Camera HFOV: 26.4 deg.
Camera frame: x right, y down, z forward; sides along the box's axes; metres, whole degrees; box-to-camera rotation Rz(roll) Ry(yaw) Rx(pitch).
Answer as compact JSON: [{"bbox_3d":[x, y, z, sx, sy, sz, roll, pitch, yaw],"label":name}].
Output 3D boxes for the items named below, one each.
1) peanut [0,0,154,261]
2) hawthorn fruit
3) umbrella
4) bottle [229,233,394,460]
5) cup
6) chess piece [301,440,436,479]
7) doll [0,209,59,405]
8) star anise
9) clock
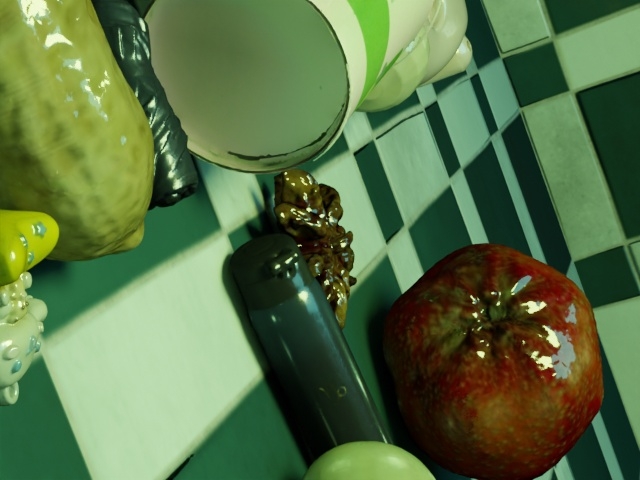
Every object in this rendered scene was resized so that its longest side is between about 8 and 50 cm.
[{"bbox_3d":[-0.174,-0.084,0.841,0.137,0.122,0.253,45,-16,57],"label":"peanut"},{"bbox_3d":[0.194,0.161,1.564,0.300,0.254,0.254,89,-2,-52],"label":"hawthorn fruit"},{"bbox_3d":[-0.161,-0.139,1.057,0.248,0.071,0.071,67,17,7],"label":"umbrella"},{"bbox_3d":[-0.007,0.110,1.228,0.082,0.072,0.244,10,-52,61],"label":"bottle"},{"bbox_3d":[-0.032,-0.205,1.218,0.253,0.253,0.274,64,26,-22],"label":"cup"},{"bbox_3d":[0.056,0.309,1.086,0.182,0.182,0.330,54,19,-43],"label":"chess piece"},{"bbox_3d":[-0.192,0.043,0.778,0.135,0.072,0.113,-79,165,-51],"label":"doll"},{"bbox_3d":[-0.002,0.000,1.362,0.234,0.073,0.177,-72,149,-73],"label":"star anise"},{"bbox_3d":[0.056,-0.328,1.708,0.342,0.184,0.326,67,22,3],"label":"clock"}]
